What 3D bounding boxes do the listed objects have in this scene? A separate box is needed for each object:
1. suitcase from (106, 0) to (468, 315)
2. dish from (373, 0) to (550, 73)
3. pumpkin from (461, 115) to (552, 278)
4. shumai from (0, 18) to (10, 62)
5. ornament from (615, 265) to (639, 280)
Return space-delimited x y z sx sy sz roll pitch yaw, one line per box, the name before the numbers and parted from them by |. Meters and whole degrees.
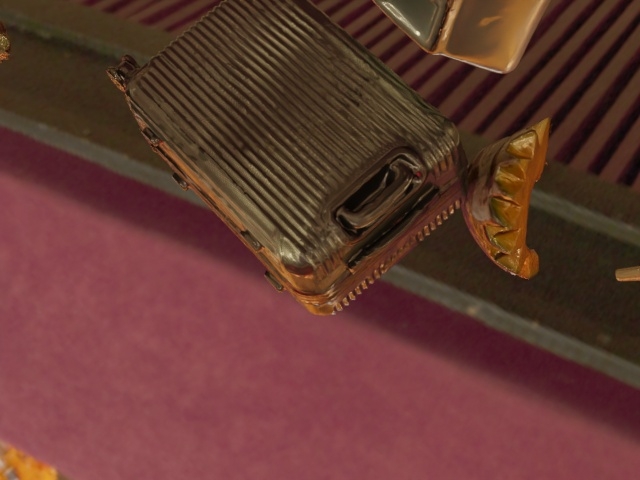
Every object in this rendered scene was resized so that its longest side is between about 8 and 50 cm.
suitcase | -0.028 -0.096 0.941 0.312 0.202 0.128 44 170 28
dish | 0.103 -0.236 0.880 0.182 0.080 0.243 47 163 11
pumpkin | 0.238 -0.057 1.507 0.149 0.130 0.253 22 129 34
shumai | -0.483 -0.276 1.482 0.124 0.087 0.098 27 128 53
ornament | 0.520 0.021 1.402 0.245 0.230 0.061 -12 76 45
